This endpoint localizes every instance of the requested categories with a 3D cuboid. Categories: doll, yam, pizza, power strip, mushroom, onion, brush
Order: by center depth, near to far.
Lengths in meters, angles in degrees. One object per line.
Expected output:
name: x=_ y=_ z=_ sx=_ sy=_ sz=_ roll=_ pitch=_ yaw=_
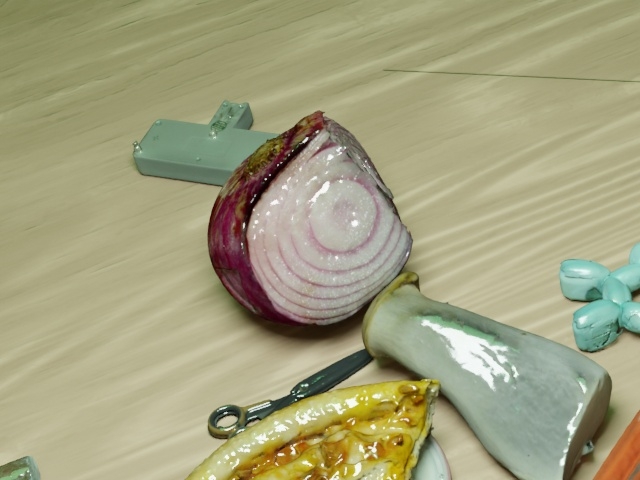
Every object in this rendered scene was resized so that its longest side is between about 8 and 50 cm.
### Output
pizza: x=-0.021 y=0.250 z=1.590 sx=0.365 sy=0.074 sz=0.182 roll=-24 pitch=34 yaw=-8
brush: x=0.345 y=0.231 z=1.604 sx=0.051 sy=0.070 sz=0.323 roll=21 pitch=50 yaw=28
mushroom: x=0.176 y=0.149 z=1.692 sx=0.328 sy=0.122 sz=0.159 roll=29 pitch=47 yaw=31
yam: x=-0.390 y=0.295 z=1.740 sx=0.132 sy=0.054 sz=0.054 roll=-20 pitch=42 yaw=-9
doll: x=0.369 y=0.056 z=1.800 sx=0.158 sy=0.059 sz=0.159 roll=-7 pitch=40 yaw=10
onion: x=-0.023 y=-0.021 z=1.880 sx=0.256 sy=0.272 sz=0.230 roll=-19 pitch=16 yaw=-15
power strip: x=-0.148 y=-0.147 z=2.160 sx=0.215 sy=0.061 sz=0.145 roll=9 pitch=47 yaw=23

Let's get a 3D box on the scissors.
scissors: x=-0.029 y=0.186 z=1.792 sx=0.220 sy=0.017 sz=0.088 roll=-29 pitch=43 yaw=-18

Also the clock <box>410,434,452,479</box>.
clock: x=0.024 y=0.277 z=1.647 sx=0.244 sy=0.056 sz=0.244 roll=-8 pitch=41 yaw=7
